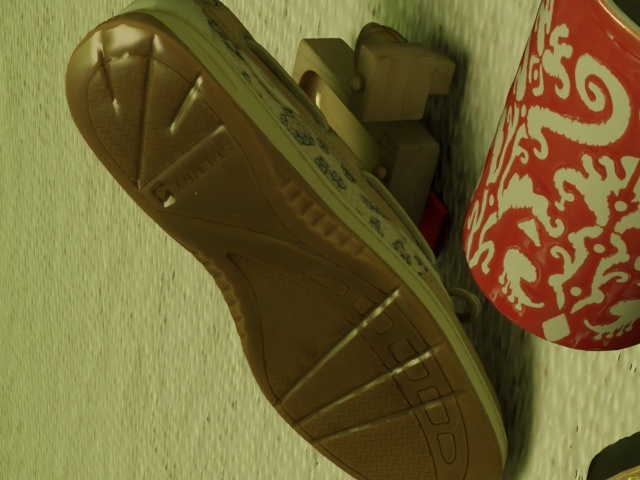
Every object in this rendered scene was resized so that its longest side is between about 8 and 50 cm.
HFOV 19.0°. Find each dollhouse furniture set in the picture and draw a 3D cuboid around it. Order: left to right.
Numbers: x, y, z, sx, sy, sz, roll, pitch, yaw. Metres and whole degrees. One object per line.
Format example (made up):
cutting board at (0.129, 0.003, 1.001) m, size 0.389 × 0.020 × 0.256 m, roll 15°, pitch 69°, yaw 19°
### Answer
dollhouse furniture set at (-0.020, -0.101, 0.927) m, size 0.144 × 0.123 × 0.151 m, roll 52°, pitch 137°, yaw 47°

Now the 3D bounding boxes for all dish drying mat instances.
dish drying mat at (0.043, -0.027, 0.965) m, size 0.083 × 0.008 × 0.032 m, roll 56°, pitch 143°, yaw 43°

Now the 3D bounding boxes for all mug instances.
mug at (0.122, -0.029, 0.681) m, size 0.169 × 0.113 × 0.150 m, roll 111°, pitch 145°, yaw -51°

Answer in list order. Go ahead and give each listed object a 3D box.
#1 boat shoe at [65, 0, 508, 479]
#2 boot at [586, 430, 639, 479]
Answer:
boat shoe at (0.000, 0.000, 0.900) m, size 0.104 × 0.089 × 0.285 m, roll -27°, pitch 105°, yaw 32°
boot at (0.149, 0.115, 0.617) m, size 0.198 × 0.077 × 0.137 m, roll -45°, pitch 21°, yaw 52°
